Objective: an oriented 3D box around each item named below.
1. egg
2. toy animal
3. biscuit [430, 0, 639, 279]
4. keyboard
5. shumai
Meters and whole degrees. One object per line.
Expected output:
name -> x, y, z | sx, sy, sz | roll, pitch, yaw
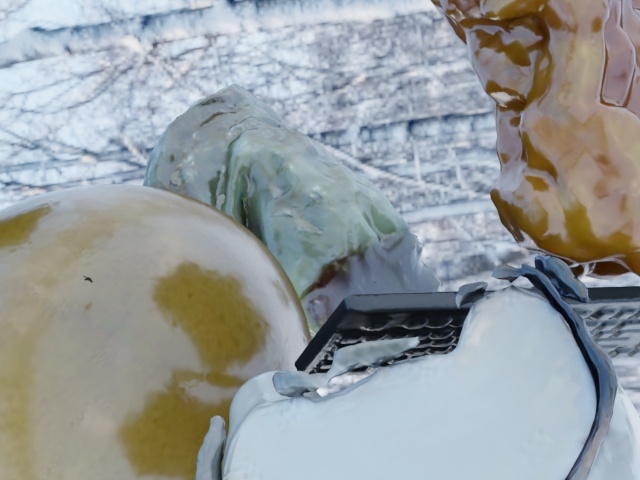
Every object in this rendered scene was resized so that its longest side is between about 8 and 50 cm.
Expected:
egg -> -0.127, 0.088, 0.614 | 0.322, 0.250, 0.250 | -53, -45, -72
toy animal -> 0.094, 0.164, 0.452 | 0.247, 0.183, 0.310 | 38, 166, 50
biscuit -> 0.151, -0.137, 0.578 | 0.318, 0.110, 0.312 | -28, -80, -58
keyboard -> 0.076, 0.041, 0.495 | 0.103, 0.381, 0.041 | 122, 149, -57
shumai -> 0.000, 0.000, 0.957 | 0.309, 0.263, 0.304 | 55, -132, -42
